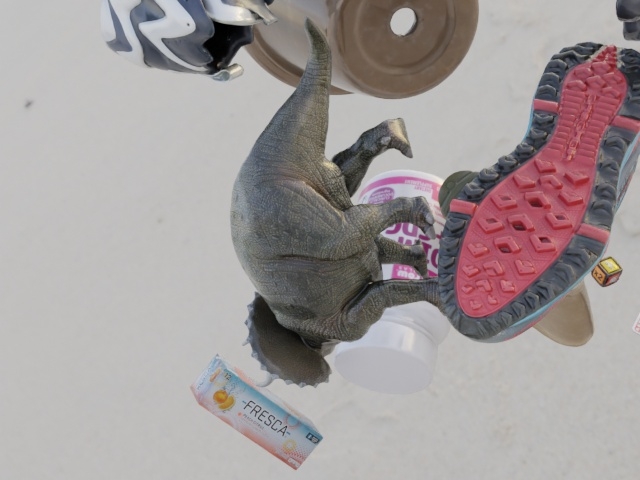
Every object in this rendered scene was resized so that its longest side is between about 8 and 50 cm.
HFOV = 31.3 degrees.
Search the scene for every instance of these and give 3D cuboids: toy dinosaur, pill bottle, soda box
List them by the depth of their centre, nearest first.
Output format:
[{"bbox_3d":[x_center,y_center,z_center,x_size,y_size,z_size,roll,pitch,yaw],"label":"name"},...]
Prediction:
[{"bbox_3d":[0.000,0.000,0.837,0.160,0.313,0.121,-15,38,-3],"label":"toy dinosaur"},{"bbox_3d":[-0.086,0.231,1.538,0.063,0.183,0.058,-50,25,2],"label":"soda box"},{"bbox_3d":[0.109,0.057,1.580,0.160,0.160,0.283,-13,49,34],"label":"pill bottle"}]

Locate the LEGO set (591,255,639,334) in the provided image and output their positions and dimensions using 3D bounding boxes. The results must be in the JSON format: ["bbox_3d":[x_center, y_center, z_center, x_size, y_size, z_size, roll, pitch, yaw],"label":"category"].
[{"bbox_3d":[0.401,0.047,1.135,0.244,0.060,0.182,27,51,16],"label":"LEGO set"}]

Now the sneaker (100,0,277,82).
[{"bbox_3d":[-0.092,-0.225,0.873,0.153,0.235,0.094,27,34,24],"label":"sneaker"}]

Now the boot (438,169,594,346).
[{"bbox_3d":[0.272,0.036,1.577,0.236,0.269,0.089,40,82,24],"label":"boot"}]

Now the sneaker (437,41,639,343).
[{"bbox_3d":[0.170,-0.016,0.806,0.104,0.125,0.262,21,58,26],"label":"sneaker"}]

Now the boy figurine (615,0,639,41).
[{"bbox_3d":[0.359,-0.152,0.795,0.285,0.177,0.092,20,90,18],"label":"boy figurine"}]

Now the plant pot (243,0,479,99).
[{"bbox_3d":[0.048,-0.245,1.129,0.263,0.263,0.229,-34,32,-1],"label":"plant pot"}]
